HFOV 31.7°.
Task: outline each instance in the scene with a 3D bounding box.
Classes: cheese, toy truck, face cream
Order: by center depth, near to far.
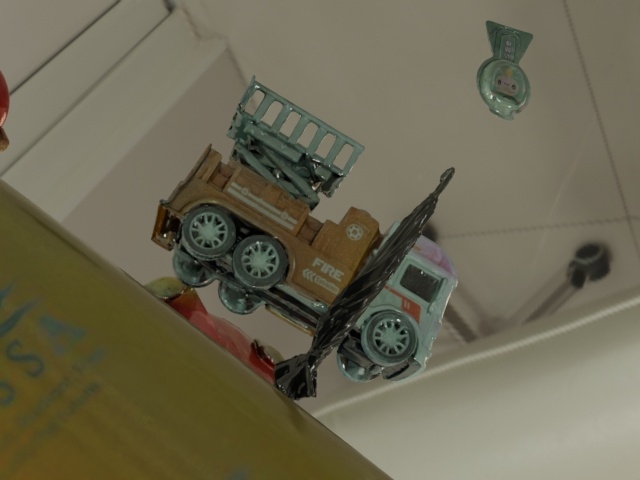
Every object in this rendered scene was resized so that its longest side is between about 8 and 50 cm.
[{"bbox_3d":[-0.116,0.055,0.365,0.285,0.139,0.067,35,153,15],"label":"face cream"},{"bbox_3d":[0.000,0.000,0.672,0.177,0.115,0.080,32,160,-2],"label":"toy truck"},{"bbox_3d":[0.205,-0.187,1.256,0.067,0.121,0.026,15,156,-14],"label":"cheese"}]

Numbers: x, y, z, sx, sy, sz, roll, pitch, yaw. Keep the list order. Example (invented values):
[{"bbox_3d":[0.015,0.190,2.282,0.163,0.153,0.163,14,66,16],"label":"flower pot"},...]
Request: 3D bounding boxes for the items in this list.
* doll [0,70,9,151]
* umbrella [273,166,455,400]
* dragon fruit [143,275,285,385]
[{"bbox_3d":[-0.459,-0.152,1.352,0.183,0.217,0.085,21,155,-10],"label":"doll"},{"bbox_3d":[0.007,0.033,0.417,0.022,0.022,0.149,48,113,16],"label":"umbrella"},{"bbox_3d":[-0.126,0.156,0.929,0.224,0.224,0.227,8,158,22],"label":"dragon fruit"}]
